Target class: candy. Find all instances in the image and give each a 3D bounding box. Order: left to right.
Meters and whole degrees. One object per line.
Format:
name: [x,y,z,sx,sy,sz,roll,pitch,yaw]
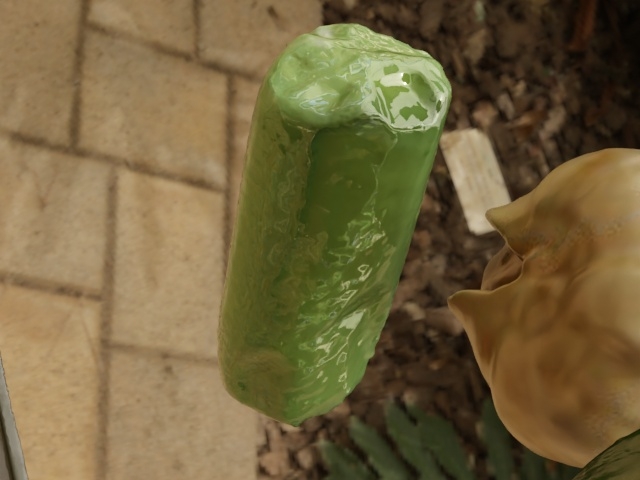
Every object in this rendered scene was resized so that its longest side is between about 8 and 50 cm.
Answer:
candy: [0.000,0.000,0.932,0.132,0.343,0.142,17,44,5]

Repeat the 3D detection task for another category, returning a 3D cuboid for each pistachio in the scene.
pistachio: [0.215,0.054,0.889,0.238,0.321,0.229,29,89,9]

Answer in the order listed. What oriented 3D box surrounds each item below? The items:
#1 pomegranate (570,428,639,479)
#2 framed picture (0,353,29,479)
pomegranate: [0.140,0.168,0.497,0.187,0.225,0.187,26,54,-42]
framed picture: [-0.319,0.121,0.712,0.281,0.019,0.209,-8,68,-22]
